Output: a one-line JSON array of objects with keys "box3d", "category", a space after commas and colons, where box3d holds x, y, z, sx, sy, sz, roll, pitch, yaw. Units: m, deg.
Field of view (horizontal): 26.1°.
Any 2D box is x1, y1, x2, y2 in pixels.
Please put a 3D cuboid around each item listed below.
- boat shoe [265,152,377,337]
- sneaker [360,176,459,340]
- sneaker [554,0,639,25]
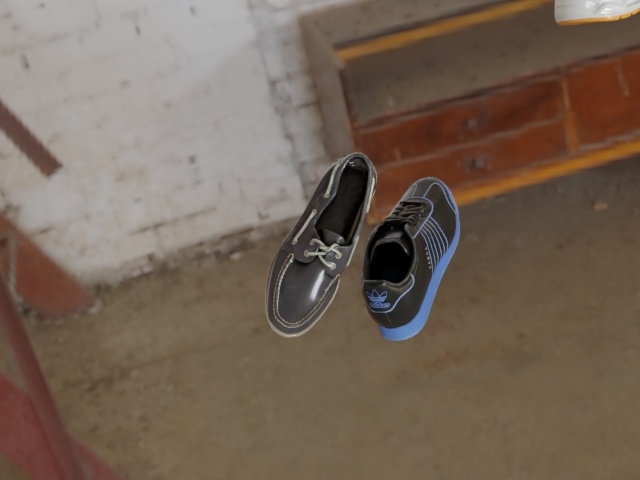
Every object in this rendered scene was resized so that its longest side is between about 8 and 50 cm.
[{"box3d": [0.000, 0.000, 1.412, 0.075, 0.065, 0.206, 26, 76, 2], "category": "boat shoe"}, {"box3d": [0.100, -0.001, 1.556, 0.081, 0.090, 0.232, -5, 45, 23], "category": "sneaker"}, {"box3d": [0.320, -0.302, 1.329, 0.262, 0.121, 0.099, -30, 22, -30], "category": "sneaker"}]
